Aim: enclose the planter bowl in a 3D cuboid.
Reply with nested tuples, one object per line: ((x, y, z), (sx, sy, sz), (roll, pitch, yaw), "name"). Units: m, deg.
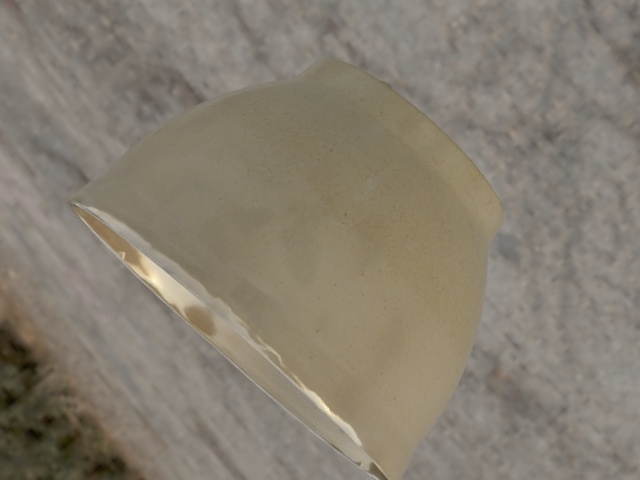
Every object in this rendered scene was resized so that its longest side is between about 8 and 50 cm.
((0.000, 0.000, 0.587), (0.162, 0.109, 0.162), (40, 171, 8), "planter bowl")
